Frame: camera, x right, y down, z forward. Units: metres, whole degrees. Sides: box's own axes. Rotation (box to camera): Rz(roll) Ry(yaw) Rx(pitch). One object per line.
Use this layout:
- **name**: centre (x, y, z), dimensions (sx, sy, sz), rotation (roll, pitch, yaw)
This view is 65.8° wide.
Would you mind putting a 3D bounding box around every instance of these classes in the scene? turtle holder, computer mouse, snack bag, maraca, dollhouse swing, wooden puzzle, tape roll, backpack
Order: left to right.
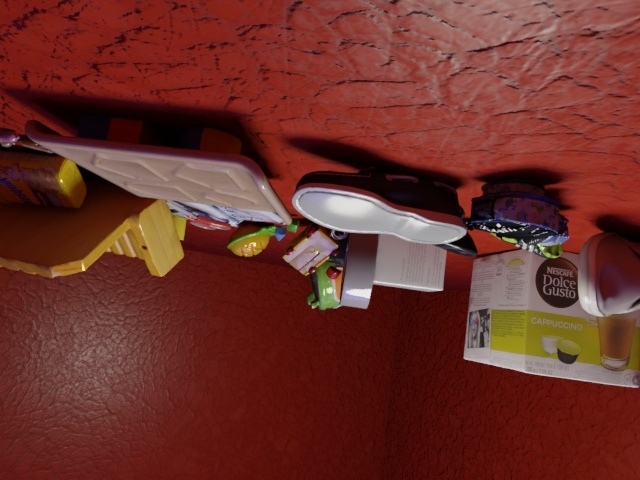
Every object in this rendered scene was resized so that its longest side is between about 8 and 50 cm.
- **dollhouse swing**: centre (-0.554, 0.028, 1.121), dimensions (0.346, 0.305, 0.315), rotation (10, 139, 9)
- **wooden puzzle**: centre (-0.224, -0.118, 0.807), dimensions (0.347, 0.081, 0.322), rotation (12, 173, 5)
- **snack bag**: centre (-0.275, -0.081, 1.274), dimensions (0.342, 0.037, 0.323), rotation (6, 172, 13)
- **maraca**: centre (-0.207, -0.008, 1.554), dimensions (0.185, 0.099, 0.127), rotation (-23, 170, 21)
- **turtle holder**: centre (0.049, 0.165, 2.068), dimensions (0.227, 0.244, 0.320), rotation (-9, 165, -7)
- **tape roll**: centre (0.098, 0.064, 1.285), dimensions (0.072, 0.219, 0.219), rotation (8, 173, 1)
- **computer mouse**: centre (0.236, -0.034, 1.045), dimensions (0.261, 0.060, 0.184), rotation (20, 176, -6)
- **backpack**: centre (0.298, -0.047, 0.751), dimensions (0.104, 0.084, 0.114), rotation (11, 177, -30)

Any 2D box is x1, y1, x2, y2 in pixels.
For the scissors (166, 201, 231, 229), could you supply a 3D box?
- **scissors**: centre (-0.336, -0.061, 1.268), dimensions (0.108, 0.021, 0.297), rotation (7, 173, 23)

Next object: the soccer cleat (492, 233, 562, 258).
- **soccer cleat**: centre (0.445, -0.006, 1.063), dimensions (0.178, 0.060, 0.072), rotation (18, 179, -24)

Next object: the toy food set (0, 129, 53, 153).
- **toy food set**: centre (-0.534, -0.174, 0.879), dimensions (0.122, 0.019, 0.077), rotation (14, 170, -43)

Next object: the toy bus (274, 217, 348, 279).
- **toy bus**: centre (-0.012, 0.003, 1.372), dimensions (0.202, 0.104, 0.191), rotation (5, 129, 13)

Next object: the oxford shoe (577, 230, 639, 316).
- **oxford shoe**: centre (0.649, 0.070, 1.006), dimensions (0.449, 0.169, 0.130), rotation (4, 179, -40)

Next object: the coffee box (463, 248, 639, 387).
- **coffee box**: centre (0.664, 0.219, 1.451), dimensions (0.337, 0.335, 0.338), rotation (10, 171, -8)

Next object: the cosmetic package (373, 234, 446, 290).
- **cosmetic package**: centre (0.230, 0.052, 1.329), dimensions (0.183, 0.152, 0.151), rotation (8, 173, 1)

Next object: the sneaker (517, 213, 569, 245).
- **sneaker**: centre (0.394, -0.030, 0.866), dimensions (0.081, 0.080, 0.211), rotation (-1, 180, 16)

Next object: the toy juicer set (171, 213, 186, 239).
- **toy juicer set**: centre (-0.528, -0.058, 1.374), dimensions (0.209, 0.090, 0.328), rotation (19, 175, -40)

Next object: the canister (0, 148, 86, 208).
- **canister**: centre (-0.582, -0.124, 1.003), dimensions (0.169, 0.073, 0.126), rotation (5, 145, 1)

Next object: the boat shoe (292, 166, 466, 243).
- **boat shoe**: centre (0.096, -0.066, 0.789), dimensions (0.302, 0.091, 0.114), rotation (14, 151, -27)

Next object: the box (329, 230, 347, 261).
- **box**: centre (0.088, 0.026, 1.506), dimensions (0.155, 0.093, 0.158), rotation (2, 170, 36)
